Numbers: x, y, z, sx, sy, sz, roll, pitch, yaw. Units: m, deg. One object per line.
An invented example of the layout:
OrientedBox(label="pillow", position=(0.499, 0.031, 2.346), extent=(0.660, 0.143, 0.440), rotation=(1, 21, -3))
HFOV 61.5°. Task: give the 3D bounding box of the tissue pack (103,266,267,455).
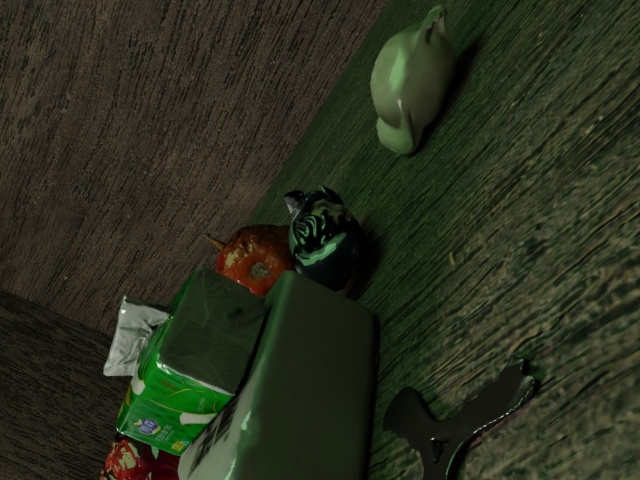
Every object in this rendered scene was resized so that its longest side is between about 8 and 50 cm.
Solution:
OrientedBox(label="tissue pack", position=(-0.187, 0.145, 0.677), extent=(0.209, 0.156, 0.148), rotation=(-52, 13, 43))

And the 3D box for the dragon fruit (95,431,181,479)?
OrientedBox(label="dragon fruit", position=(-0.220, 0.362, 0.853), extent=(0.192, 0.274, 0.193), rotation=(25, 122, 47))

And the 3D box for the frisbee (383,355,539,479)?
OrientedBox(label="frisbee", position=(0.113, 0.169, 0.449), extent=(0.187, 0.012, 0.211), rotation=(-53, 16, 29))

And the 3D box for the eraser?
OrientedBox(label="eraser", position=(-0.054, 0.231, 0.643), extent=(0.331, 0.150, 0.331), rotation=(-55, 17, 25))

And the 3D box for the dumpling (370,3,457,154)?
OrientedBox(label="dumpling", position=(0.156, -0.273, 0.916), extent=(0.162, 0.132, 0.250), rotation=(-138, 61, -67))

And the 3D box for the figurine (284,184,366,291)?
OrientedBox(label="figurine", position=(0.000, 0.000, 0.894), extent=(0.145, 0.145, 0.222), rotation=(-57, 21, 18))

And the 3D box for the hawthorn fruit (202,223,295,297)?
OrientedBox(label="hawthorn fruit", position=(-0.126, 0.049, 1.032), extent=(0.207, 0.243, 0.207), rotation=(-61, -5, -9))
